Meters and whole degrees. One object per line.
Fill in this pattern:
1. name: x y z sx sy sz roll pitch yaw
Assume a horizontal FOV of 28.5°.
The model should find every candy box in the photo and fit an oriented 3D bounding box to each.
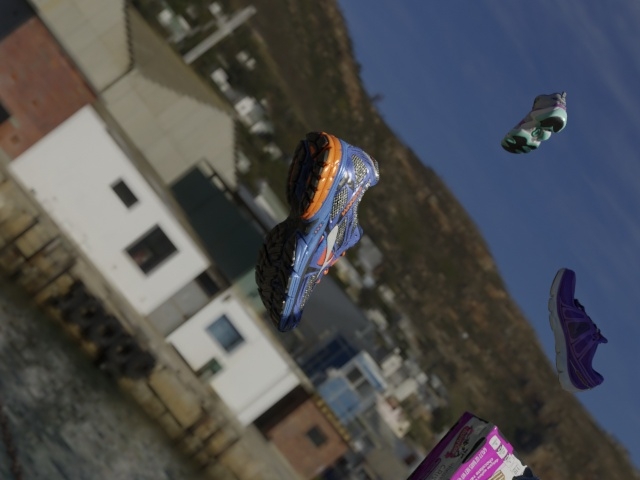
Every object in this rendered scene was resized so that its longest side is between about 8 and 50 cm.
1. candy box: 0.228 0.374 1.758 0.071 0.159 0.233 22 -24 55

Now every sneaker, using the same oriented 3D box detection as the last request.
1. sneaker: 0.000 0.000 1.274 0.087 0.221 0.083 8 28 -27
2. sneaker: 0.265 -0.149 1.544 0.038 0.069 0.098 39 -44 -24
3. sneaker: 0.351 0.119 1.713 0.068 0.071 0.169 5 76 -73

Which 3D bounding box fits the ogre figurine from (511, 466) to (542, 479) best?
1. ogre figurine: 0.200 0.314 1.267 0.118 0.097 0.197 -99 -178 -48
